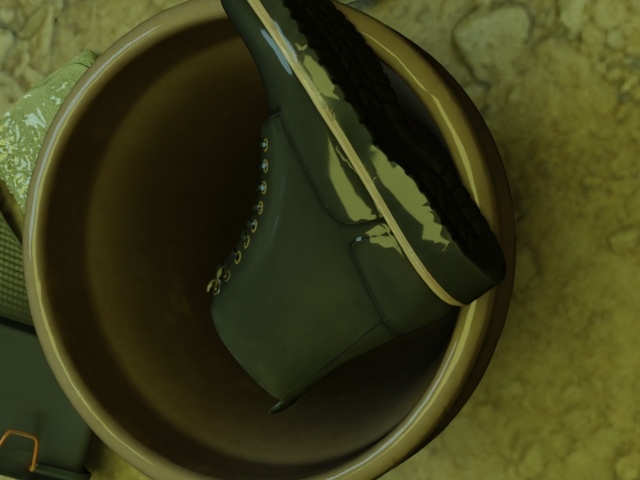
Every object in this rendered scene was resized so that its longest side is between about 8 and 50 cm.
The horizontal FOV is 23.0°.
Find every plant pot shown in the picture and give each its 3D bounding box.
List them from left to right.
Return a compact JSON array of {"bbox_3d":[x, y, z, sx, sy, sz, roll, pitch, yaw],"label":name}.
[{"bbox_3d":[0.000,0.000,0.888,0.263,0.229,0.263,1,93,21],"label":"plant pot"}]

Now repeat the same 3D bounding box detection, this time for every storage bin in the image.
[{"bbox_3d":[-0.202,0.101,1.020,0.098,0.135,0.091,19,89,62],"label":"storage bin"}]

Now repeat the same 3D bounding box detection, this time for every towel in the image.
[{"bbox_3d":[-0.159,-0.042,1.055,0.110,0.027,0.148,-36,80,19],"label":"towel"}]

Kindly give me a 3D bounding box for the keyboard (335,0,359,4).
[{"bbox_3d":[-0.001,-0.266,0.931,0.072,0.014,0.256,-20,110,-12],"label":"keyboard"}]

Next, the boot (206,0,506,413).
[{"bbox_3d":[-0.024,-0.027,0.739,0.137,0.077,0.198,-37,78,23],"label":"boot"}]

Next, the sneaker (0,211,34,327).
[{"bbox_3d":[-0.244,0.014,1.081,0.070,0.051,0.134,-20,95,38],"label":"sneaker"}]
